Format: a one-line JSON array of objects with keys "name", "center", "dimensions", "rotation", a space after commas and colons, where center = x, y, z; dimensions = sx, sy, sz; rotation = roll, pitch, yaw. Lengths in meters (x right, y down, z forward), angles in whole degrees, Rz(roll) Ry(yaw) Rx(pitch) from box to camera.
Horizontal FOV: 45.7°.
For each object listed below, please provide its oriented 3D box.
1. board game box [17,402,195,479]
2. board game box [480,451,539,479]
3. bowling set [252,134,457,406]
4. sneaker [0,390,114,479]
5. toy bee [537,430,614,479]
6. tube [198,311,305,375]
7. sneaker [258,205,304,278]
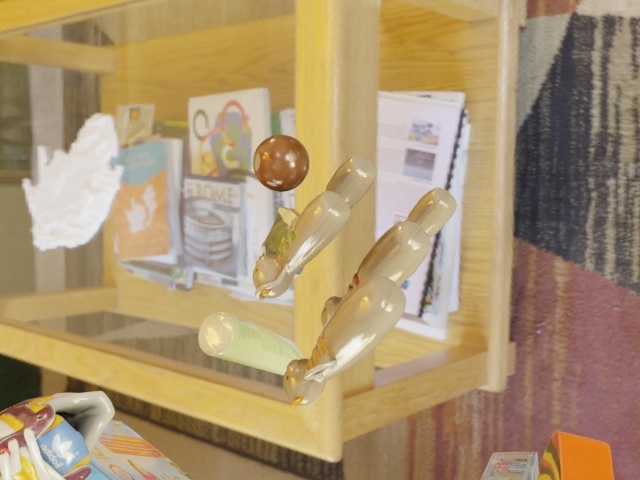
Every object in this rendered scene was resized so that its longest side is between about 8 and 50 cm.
[{"name": "board game box", "center": [-0.277, 0.370, 1.104], "dimensions": [0.302, 0.308, 0.086], "rotation": [31, 81, 21]}, {"name": "board game box", "center": [0.227, 0.339, 0.887], "dimensions": [0.060, 0.194, 0.194], "rotation": [-6, 101, 20]}, {"name": "bowling set", "center": [0.000, 0.000, 0.752], "dimensions": [0.200, 0.287, 0.154], "rotation": [42, 122, 3]}, {"name": "sneaker", "center": [-0.180, 0.134, 0.425], "dimensions": [0.084, 0.185, 0.070], "rotation": [-26, 101, 9]}, {"name": "toy bee", "center": [0.211, 0.318, 0.664], "dimensions": [0.195, 0.298, 0.162], "rotation": [25, 122, 21]}, {"name": "tube", "center": [-0.080, 0.162, 1.111], "dimensions": [0.062, 0.240, 0.070], "rotation": [-6, 70, 31]}, {"name": "sneaker", "center": [-0.045, 0.009, 0.931], "dimensions": [0.064, 0.192, 0.086], "rotation": [35, 88, -6]}]
